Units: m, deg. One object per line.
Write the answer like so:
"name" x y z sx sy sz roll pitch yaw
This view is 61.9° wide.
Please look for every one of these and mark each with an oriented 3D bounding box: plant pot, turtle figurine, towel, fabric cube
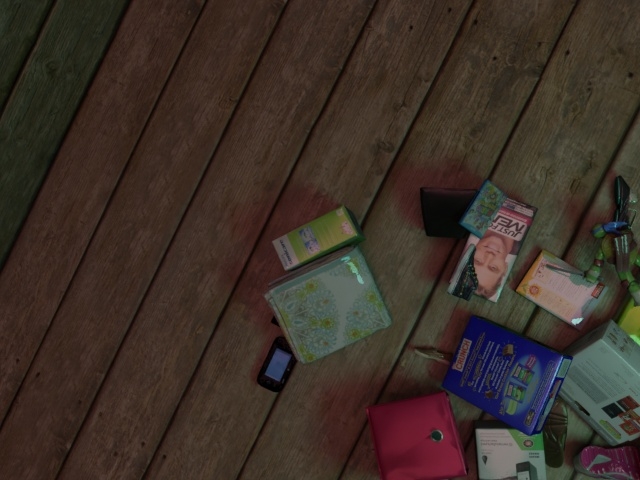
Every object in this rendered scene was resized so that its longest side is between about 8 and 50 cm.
"plant pot" 0.435 -0.096 1.831 0.188 0.188 0.166 4 96 13
"turtle figurine" 0.929 0.068 1.675 0.198 0.274 0.266 -29 73 -32
"towel" 0.023 0.227 1.869 0.375 0.090 0.320 -25 105 -1
"fabric cube" 0.316 0.641 1.725 0.258 0.259 0.254 -15 68 11

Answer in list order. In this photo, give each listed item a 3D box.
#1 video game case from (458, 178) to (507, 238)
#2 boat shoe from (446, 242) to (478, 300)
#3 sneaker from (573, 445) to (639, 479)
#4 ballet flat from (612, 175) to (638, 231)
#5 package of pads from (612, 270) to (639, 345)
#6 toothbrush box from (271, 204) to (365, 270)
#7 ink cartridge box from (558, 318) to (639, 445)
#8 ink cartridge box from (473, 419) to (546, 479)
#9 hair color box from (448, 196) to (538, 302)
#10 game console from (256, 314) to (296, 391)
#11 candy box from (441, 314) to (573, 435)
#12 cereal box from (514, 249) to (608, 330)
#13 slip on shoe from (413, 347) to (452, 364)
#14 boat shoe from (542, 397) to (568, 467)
"video game case" 0.530 -0.101 1.739 0.166 0.119 0.015 -59 34 3
"boat shoe" 0.489 0.105 1.751 0.083 0.065 0.183 24 99 14
"sneaker" 0.916 0.704 1.693 0.253 0.111 0.102 11 61 -6
"ballet flat" 1.001 -0.111 1.754 0.074 0.074 0.203 3 92 13
"package of pads" 1.084 0.239 1.690 0.229 0.101 0.296 29 93 15
"toothbrush box" 0.000 0.000 1.901 0.283 0.206 0.122 -28 80 10
"ink cartridge box" 0.911 0.450 1.670 0.309 0.130 0.271 46 136 12
"ink cartridge box" 0.619 0.746 1.740 0.211 0.121 0.289 -5 84 12
"hair color box" 0.584 0.022 1.819 0.174 0.105 0.347 23 91 14
"game console" -0.109 0.393 1.977 0.213 0.044 0.361 25 92 14
"candy box" 0.591 0.423 1.713 0.317 0.122 0.268 24 92 41
"cereal box" 0.802 0.164 1.786 0.240 0.047 0.173 34 92 13
"slip on shoe" 0.393 0.392 1.857 0.136 0.051 0.041 18 95 11
"boat shoe" 0.762 0.621 1.743 0.080 0.073 0.223 1 89 23
